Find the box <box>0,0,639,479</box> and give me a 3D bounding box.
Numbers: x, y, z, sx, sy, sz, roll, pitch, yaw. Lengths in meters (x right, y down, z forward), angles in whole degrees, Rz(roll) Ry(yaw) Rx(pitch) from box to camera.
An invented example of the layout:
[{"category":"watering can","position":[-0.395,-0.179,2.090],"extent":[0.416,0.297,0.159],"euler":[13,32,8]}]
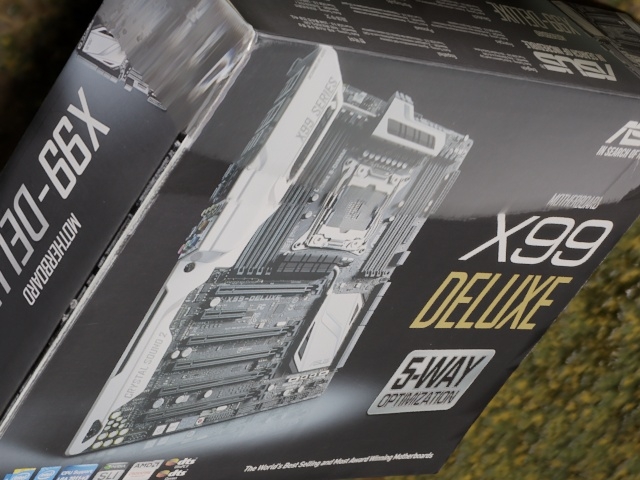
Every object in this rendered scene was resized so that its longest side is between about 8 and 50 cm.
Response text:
[{"category":"box","position":[0.000,0.000,0.804],"extent":[0.307,0.076,0.242],"euler":[4,130,-48]}]
